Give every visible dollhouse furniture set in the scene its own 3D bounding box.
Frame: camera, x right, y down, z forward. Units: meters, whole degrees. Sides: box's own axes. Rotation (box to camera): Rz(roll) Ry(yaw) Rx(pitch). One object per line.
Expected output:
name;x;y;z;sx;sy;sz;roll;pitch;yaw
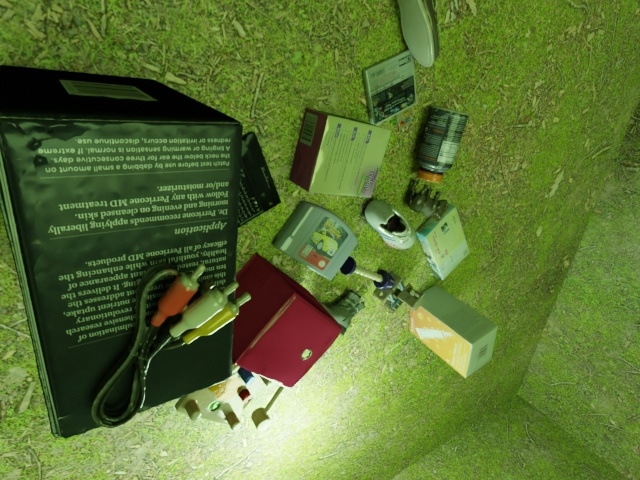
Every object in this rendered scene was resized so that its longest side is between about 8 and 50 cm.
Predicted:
dollhouse furniture set;0.334;0.243;1.628;0.129;0.183;0.129;-49;134;-3

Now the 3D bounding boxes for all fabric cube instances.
fabric cube;-0.141;0.242;1.217;0.254;0.259;0.258;-48;132;-3

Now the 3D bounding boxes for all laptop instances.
laptop;-0.218;-0.108;1.042;0.264;0.136;0.235;-33;131;-18

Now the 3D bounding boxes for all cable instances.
cable;-0.235;0.146;0.558;0.287;0.072;0.139;-50;130;-4

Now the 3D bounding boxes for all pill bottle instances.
pill bottle;0.412;-0.330;1.396;0.130;0.130;0.246;-4;117;-36

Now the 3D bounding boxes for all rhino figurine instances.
rhino figurine;0.417;-0.146;1.545;0.243;0.073;0.107;16;100;-42

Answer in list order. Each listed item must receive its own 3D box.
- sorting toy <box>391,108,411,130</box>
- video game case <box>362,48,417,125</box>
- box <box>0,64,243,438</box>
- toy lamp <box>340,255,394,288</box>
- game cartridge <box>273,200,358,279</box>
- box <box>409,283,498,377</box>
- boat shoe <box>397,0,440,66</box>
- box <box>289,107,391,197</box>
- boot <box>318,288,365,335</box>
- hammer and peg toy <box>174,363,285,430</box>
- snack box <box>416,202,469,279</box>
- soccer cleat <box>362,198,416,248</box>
sorting toy;0.268;-0.396;1.329;0.083;0.012;0.062;-35;131;-16
video game case;0.219;-0.472;1.243;0.190;0.022;0.173;-32;130;-20
box;-0.375;-0.030;0.730;0.297;0.479;0.473;-8;120;-34
toy lamp;0.187;0.130;1.529;0.274;0.080;0.080;24;99;-40
game cartridge;0.000;0.000;1.329;0.294;0.060;0.196;34;88;-44
box;0.576;0.392;1.787;0.168;0.345;0.215;-24;127;-24
boat shoe;0.276;-0.653;1.115;0.096;0.116;0.325;-40;124;-11
box;0.058;-0.252;1.182;0.242;0.117;0.214;0;115;-36
boot;0.072;0.245;1.517;0.161;0.083;0.246;-52;140;-10
hammer and peg toy;-0.272;0.499;1.358;0.266;0.127;0.361;-52;134;-3
snack box;0.533;0.011;1.731;0.187;0.060;0.322;-43;133;-9
soccer cleat;0.279;-0.033;1.456;0.331;0.143;0.116;32;94;-44
